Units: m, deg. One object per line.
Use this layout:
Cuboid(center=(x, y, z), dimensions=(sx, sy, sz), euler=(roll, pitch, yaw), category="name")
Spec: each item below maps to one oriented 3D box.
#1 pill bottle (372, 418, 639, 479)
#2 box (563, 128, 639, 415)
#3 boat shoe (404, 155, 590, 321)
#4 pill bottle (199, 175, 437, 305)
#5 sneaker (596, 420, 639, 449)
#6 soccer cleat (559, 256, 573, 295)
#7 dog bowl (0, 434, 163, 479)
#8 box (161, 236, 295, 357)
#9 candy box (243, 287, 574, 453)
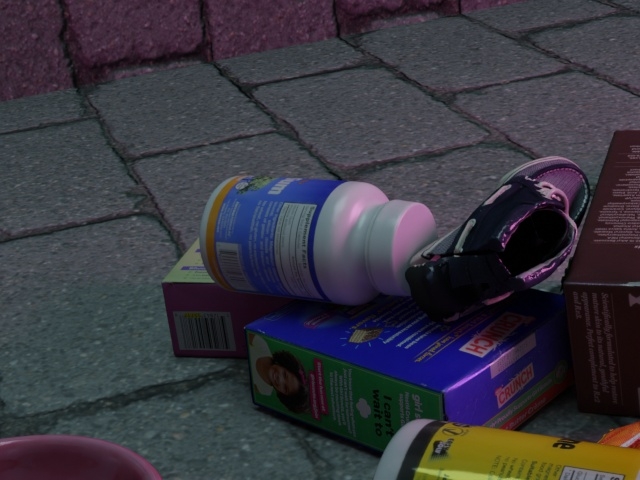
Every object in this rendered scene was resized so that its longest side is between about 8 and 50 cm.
Cuboid(center=(0.221, 0.270, 1.171), dimensions=(0.334, 0.187, 0.188), euler=(5, 25, 26), category="pill bottle")
Cuboid(center=(0.407, 0.029, 1.634), dimensions=(0.143, 0.191, 0.381), euler=(0, 31, 21), category="box")
Cuboid(center=(0.260, -0.017, 1.564), dimensions=(0.340, 0.127, 0.158), euler=(-38, 11, -39), category="boat shoe")
Cuboid(center=(0.000, 0.000, 1.619), dimensions=(0.272, 0.152, 0.152), euler=(4, 25, 33), category="pill bottle")
Cuboid(center=(0.346, 0.215, 1.435), dimensions=(0.175, 0.064, 0.067), euler=(-18, 15, -31), category="sneaker")
Cuboid(center=(0.337, 0.079, 1.745), dimensions=(0.060, 0.072, 0.179), euler=(-3, 23, 10), category="soccer cleat")
Cuboid(center=(-0.299, 0.328, 1.236), dimensions=(0.408, 0.150, 0.408), euler=(-6, 23, 3), category="dog bowl")
Cuboid(center=(-0.076, 0.060, 1.859), dimensions=(0.214, 0.117, 0.243), euler=(0, 24, 16), category="box")
Cuboid(center=(0.112, 0.138, 1.608), dimensions=(0.317, 0.122, 0.268), euler=(13, 29, 43), category="candy box")
